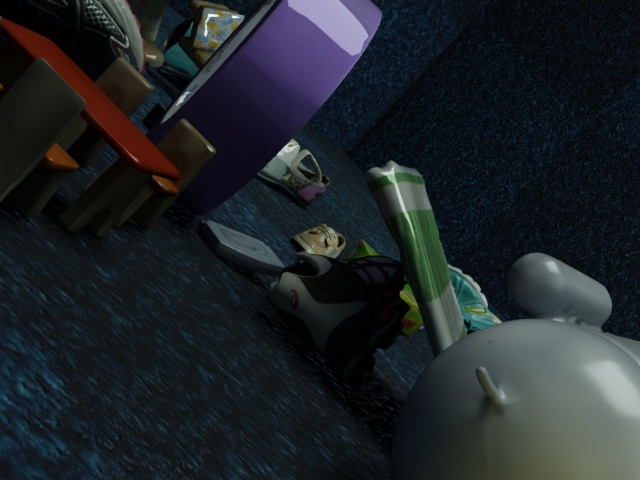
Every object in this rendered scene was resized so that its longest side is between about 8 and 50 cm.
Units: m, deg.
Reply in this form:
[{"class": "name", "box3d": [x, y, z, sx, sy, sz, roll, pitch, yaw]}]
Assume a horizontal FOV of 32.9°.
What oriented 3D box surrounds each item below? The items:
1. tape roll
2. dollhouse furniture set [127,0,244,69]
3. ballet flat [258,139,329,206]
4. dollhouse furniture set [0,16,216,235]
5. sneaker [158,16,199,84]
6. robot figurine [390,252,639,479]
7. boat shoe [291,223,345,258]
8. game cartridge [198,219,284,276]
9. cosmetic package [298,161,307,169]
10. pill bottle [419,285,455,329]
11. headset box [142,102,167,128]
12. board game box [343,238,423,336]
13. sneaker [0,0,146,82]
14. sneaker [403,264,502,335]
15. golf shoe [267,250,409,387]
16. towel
[{"class": "tape roll", "box3d": [-0.065, -0.155, 1.077, 0.090, 0.275, 0.275, 41, 7, -13]}, {"class": "dollhouse furniture set", "box3d": [-0.223, -0.416, 1.505, 0.394, 0.362, 0.256, 5, 27, -31]}, {"class": "ballet flat", "box3d": [-0.052, -0.120, 1.738, 0.077, 0.079, 0.221, 49, 9, 33]}, {"class": "dollhouse furniture set", "box3d": [-0.199, -0.134, 0.767, 0.259, 0.135, 0.262, 45, 7, 10]}, {"class": "sneaker", "box3d": [-0.174, -0.283, 1.822, 0.295, 0.124, 0.178, 39, -2, 38]}, {"class": "robot figurine", "box3d": [0.182, 0.162, 0.786, 0.353, 0.200, 0.300, 14, 67, -57]}, {"class": "boat shoe", "box3d": [0.000, 0.000, 1.455, 0.050, 0.045, 0.135, 45, 7, 11]}, {"class": "game cartridge", "box3d": [-0.076, 0.009, 1.051, 0.083, 0.017, 0.056, 23, 14, -38]}, {"class": "cosmetic package", "box3d": [-0.065, -0.138, 1.928, 0.115, 0.041, 0.060, 48, 8, 30]}, {"class": "pill bottle", "box3d": [0.169, 0.095, 1.679, 0.043, 0.083, 0.043, 42, 8, -7]}, {"class": "headset box", "box3d": [-0.170, -0.128, 1.319, 0.062, 0.032, 0.083, 46, 9, 19]}, {"class": "board game box", "box3d": [0.093, 0.067, 1.588, 0.092, 0.043, 0.181, 42, 8, -17]}, {"class": "sneaker", "box3d": [-0.290, -0.226, 0.995, 0.299, 0.121, 0.112, 40, 37, -29]}, {"class": "sneaker", "box3d": [0.230, 0.131, 1.764, 0.275, 0.107, 0.110, 46, 17, 25]}, {"class": "golf shoe", "box3d": [0.017, 0.047, 1.070, 0.120, 0.105, 0.273, 34, 7, -3]}, {"class": "towel", "box3d": [0.112, 0.086, 1.021, 0.248, 0.038, 0.324, -11, 86, -81]}]
